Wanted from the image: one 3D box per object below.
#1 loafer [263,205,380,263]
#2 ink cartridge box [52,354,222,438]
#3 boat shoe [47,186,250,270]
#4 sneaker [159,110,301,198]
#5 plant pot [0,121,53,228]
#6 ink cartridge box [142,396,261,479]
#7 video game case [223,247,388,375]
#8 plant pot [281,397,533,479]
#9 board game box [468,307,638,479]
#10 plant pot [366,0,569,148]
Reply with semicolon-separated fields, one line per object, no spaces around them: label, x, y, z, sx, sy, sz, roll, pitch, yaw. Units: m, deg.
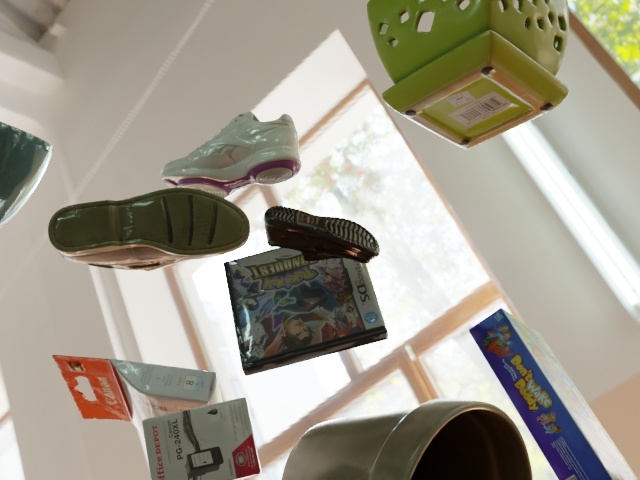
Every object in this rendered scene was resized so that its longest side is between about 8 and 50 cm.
loafer;0.000;0.000;1.375;0.220;0.080;0.078;17;-58;3
ink cartridge box;-0.421;0.401;1.771;0.385;0.091;0.308;5;-41;5
boat shoe;-0.260;-0.013;1.183;0.302;0.113;0.103;0;-19;-2
sneaker;-0.178;-0.171;1.516;0.305;0.152;0.114;-9;-24;18
plant pot;-0.587;-0.093;1.168;0.290;0.195;0.290;13;-6;1
ink cartridge box;-0.167;0.292;1.061;0.150;0.109;0.063;-12;-16;-6
video game case;-0.034;0.111;1.443;0.274;0.248;0.035;-14;-37;-2
plant pot;0.101;0.377;1.081;0.280;0.323;0.323;-2;-7;45
board game box;0.430;0.307;1.387;0.078;0.347;0.233;-39;-35;16
plant pot;0.222;-0.273;1.106;0.227;0.207;0.228;21;-32;-38
